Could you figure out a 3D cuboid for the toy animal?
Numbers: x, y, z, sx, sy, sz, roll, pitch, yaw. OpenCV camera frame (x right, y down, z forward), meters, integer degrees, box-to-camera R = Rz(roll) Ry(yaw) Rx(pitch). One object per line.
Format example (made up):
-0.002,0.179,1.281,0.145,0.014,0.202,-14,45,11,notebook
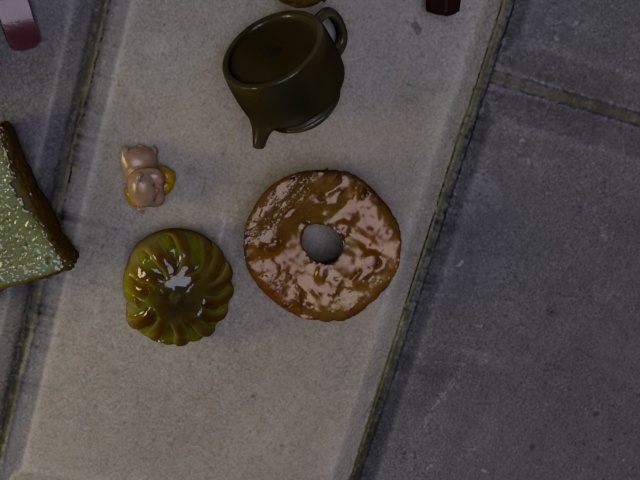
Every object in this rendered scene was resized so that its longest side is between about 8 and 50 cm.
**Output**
-0.293,-0.106,1.599,0.091,0.082,0.114,-6,105,-7,toy animal

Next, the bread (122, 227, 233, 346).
-0.249,0.086,1.648,0.214,0.105,0.213,-3,104,-10,bread

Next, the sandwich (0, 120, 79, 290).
-0.578,-0.038,1.573,0.249,0.095,0.273,-21,108,2,sandwich

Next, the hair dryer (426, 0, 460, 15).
0.315,-0.554,1.567,0.341,0.123,0.312,-13,118,-15,hair dryer

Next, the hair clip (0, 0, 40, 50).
-0.499,-0.377,1.528,0.054,0.022,0.137,-15,107,-7,hair clip

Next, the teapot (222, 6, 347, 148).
-0.039,-0.267,1.553,0.267,0.186,0.175,-51,142,-17,teapot

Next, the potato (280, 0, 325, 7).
-0.022,-0.466,1.517,0.137,0.137,0.175,3,102,-9,potato

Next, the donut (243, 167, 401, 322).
-0.002,-0.002,1.652,0.278,0.108,0.277,-2,105,-7,donut
